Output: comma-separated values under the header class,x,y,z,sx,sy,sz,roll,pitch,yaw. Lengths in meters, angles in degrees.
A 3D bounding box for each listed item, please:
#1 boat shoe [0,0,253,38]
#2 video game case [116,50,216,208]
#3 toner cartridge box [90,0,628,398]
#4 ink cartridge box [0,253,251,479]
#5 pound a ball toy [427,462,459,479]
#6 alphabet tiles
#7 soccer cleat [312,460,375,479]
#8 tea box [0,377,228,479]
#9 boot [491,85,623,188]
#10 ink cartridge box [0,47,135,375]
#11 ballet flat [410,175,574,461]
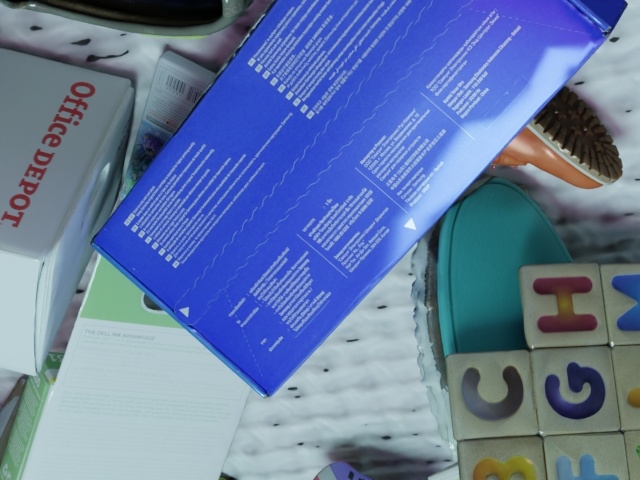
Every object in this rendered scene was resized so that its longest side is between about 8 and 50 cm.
class,x,y,z,sx,sy,sz,roll,pitch,yaw
boat shoe,-0.183,-0.197,0.882,0.305,0.091,0.109,12,130,2
video game case,-0.061,-0.040,1.001,0.157,0.019,0.143,27,126,8
toner cartridge box,0.014,-0.069,0.897,0.165,0.075,0.348,42,120,0
ink cartridge box,-0.136,0.108,1.103,0.171,0.056,0.235,9,112,-31
pound a ball toy,0.234,0.229,1.085,0.319,0.135,0.208,-29,78,30
alphabet tiles,0.255,0.152,0.939,0.342,0.285,0.011,-1,167,-13
soccer cleat,0.095,0.298,1.233,0.108,0.116,0.318,-38,134,4
tea box,-0.214,0.353,1.250,0.323,0.220,0.329,29,128,-13
boot,0.123,-0.071,0.947,0.158,0.059,0.085,32,131,-3
ink cartridge box,-0.289,-0.043,0.953,0.283,0.207,0.117,14,131,1
ballet flat,0.145,0.164,0.988,0.147,0.147,0.409,-24,79,27
